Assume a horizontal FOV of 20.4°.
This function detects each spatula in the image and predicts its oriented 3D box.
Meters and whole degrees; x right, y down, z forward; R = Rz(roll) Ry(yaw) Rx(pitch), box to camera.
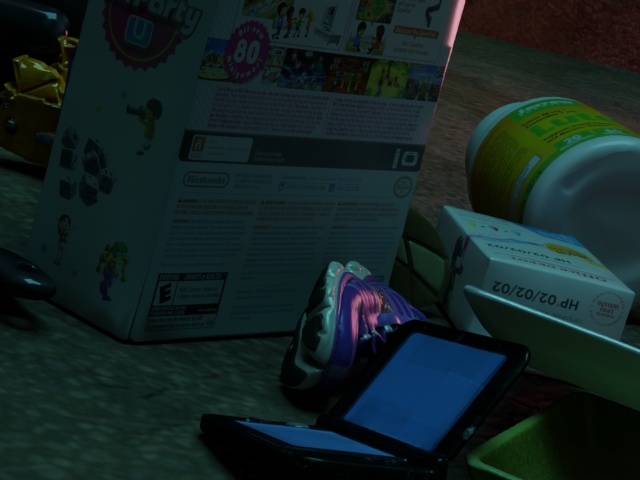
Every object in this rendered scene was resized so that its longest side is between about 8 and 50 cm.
[{"bbox_3d":[-0.223,-0.015,1.034,0.084,0.030,0.296,10,13,-37],"label":"spatula"}]

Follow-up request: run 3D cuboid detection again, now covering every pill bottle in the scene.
[{"bbox_3d":[0.196,-0.040,1.429,0.136,0.136,0.245,13,12,-14],"label":"pill bottle"}]

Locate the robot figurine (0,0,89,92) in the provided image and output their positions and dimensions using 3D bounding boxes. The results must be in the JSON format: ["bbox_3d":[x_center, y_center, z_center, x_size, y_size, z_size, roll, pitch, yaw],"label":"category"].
[{"bbox_3d":[-0.218,-0.195,1.501,0.278,0.173,0.209,18,-23,8],"label":"robot figurine"}]

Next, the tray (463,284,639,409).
[{"bbox_3d":[0.160,0.069,0.976,0.145,0.030,0.270,22,0,15],"label":"tray"}]

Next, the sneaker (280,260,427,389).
[{"bbox_3d":[0.028,0.050,0.989,0.071,0.068,0.170,24,13,10],"label":"sneaker"}]

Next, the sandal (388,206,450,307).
[{"bbox_3d":[0.000,0.000,1.199,0.180,0.072,0.049,11,-9,-2],"label":"sandal"}]

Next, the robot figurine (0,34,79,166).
[{"bbox_3d":[-0.083,-0.067,1.312,0.291,0.085,0.211,17,17,4],"label":"robot figurine"}]

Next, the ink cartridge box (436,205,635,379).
[{"bbox_3d":[0.141,0.036,1.195,0.104,0.061,0.181,13,13,-12],"label":"ink cartridge box"}]

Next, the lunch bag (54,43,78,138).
[{"bbox_3d":[-0.120,-0.050,1.091,0.096,0.128,0.151,18,14,14],"label":"lunch bag"}]

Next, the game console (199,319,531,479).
[{"bbox_3d":[0.017,0.069,0.814,0.107,0.071,0.122,10,-1,-25],"label":"game console"}]

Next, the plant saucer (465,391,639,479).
[{"bbox_3d":[0.174,0.137,0.828,0.188,0.045,0.188,21,13,21],"label":"plant saucer"}]

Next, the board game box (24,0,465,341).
[{"bbox_3d":[-0.029,-0.102,1.024,0.097,0.303,0.224,25,15,35],"label":"board game box"}]
